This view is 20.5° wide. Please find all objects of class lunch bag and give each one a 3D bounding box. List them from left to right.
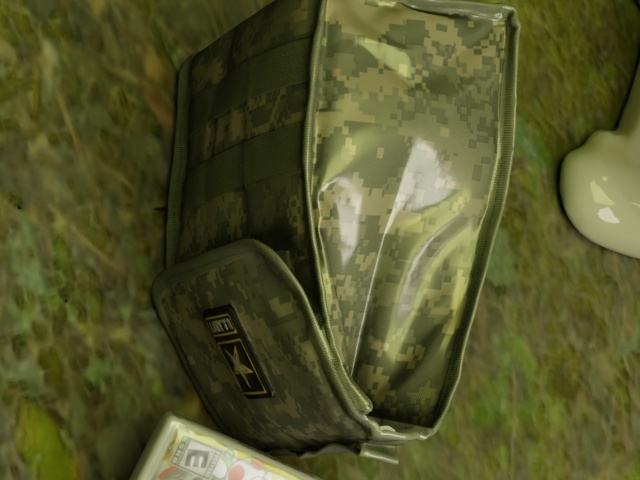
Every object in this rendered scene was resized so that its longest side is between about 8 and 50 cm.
[{"bbox_3d":[0.000,0.000,1.135,0.169,0.235,0.287,9,78,-23],"label":"lunch bag"}]

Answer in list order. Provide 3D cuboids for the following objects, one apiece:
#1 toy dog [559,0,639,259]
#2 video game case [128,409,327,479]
[{"bbox_3d":[0.418,-0.096,1.238,0.395,0.408,0.284,34,70,-14],"label":"toy dog"},{"bbox_3d":[-0.059,0.251,1.143,0.206,0.026,0.227,26,91,-17],"label":"video game case"}]
